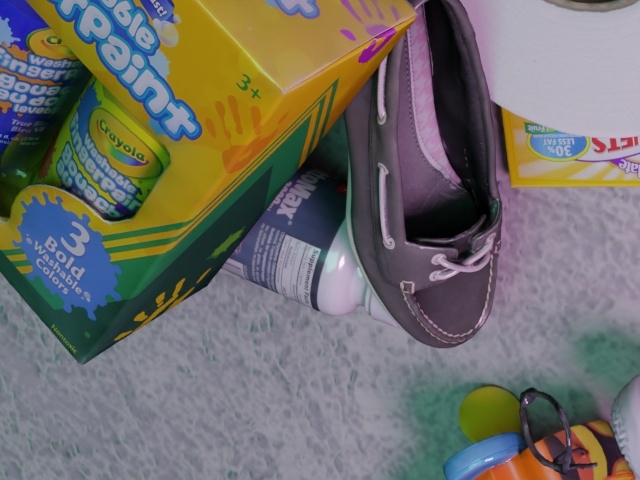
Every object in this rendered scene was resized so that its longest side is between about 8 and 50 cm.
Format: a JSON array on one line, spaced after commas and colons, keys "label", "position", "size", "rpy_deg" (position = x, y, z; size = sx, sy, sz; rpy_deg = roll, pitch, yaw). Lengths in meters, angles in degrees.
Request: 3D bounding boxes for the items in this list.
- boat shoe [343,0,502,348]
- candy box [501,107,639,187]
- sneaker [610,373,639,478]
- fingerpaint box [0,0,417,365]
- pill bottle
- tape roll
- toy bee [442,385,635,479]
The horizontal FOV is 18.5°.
[{"label": "boat shoe", "position": [0.080, -0.051, 1.456], "size": [0.095, 0.112, 0.335], "rpy_deg": [31, 141, 53]}, {"label": "candy box", "position": [0.238, -0.092, 1.499], "size": [0.206, 0.027, 0.105], "rpy_deg": [0, 111, 27]}, {"label": "sneaker", "position": [0.410, 0.159, 1.447], "size": [0.366, 0.137, 0.210], "rpy_deg": [32, 118, 8]}, {"label": "fingerpaint box", "position": [-0.203, -0.189, 1.442], "size": [0.445, 0.163, 0.371], "rpy_deg": [49, 137, 7]}, {"label": "pill bottle", "position": [0.000, 0.000, 1.604], "size": [0.180, 0.108, 0.108], "rpy_deg": [23, 117, 17]}, {"label": "tape roll", "position": [0.201, -0.265, 1.371], "size": [0.392, 0.072, 0.392], "rpy_deg": [15, 114, 38]}, {"label": "toy bee", "position": [0.191, 0.207, 1.571], "size": [0.298, 0.162, 0.195], "rpy_deg": [-18, 84, 61]}]
